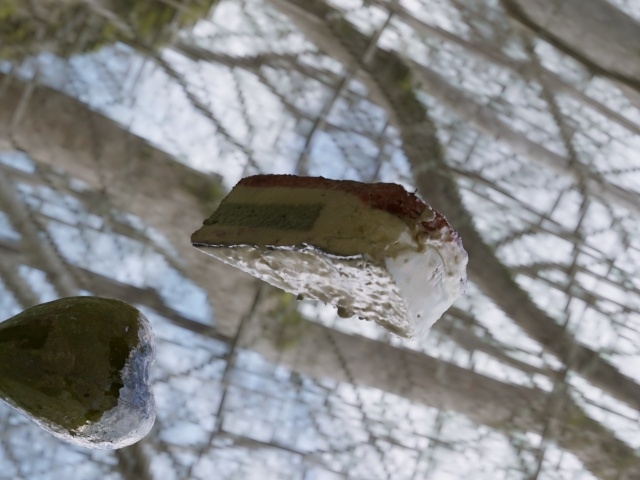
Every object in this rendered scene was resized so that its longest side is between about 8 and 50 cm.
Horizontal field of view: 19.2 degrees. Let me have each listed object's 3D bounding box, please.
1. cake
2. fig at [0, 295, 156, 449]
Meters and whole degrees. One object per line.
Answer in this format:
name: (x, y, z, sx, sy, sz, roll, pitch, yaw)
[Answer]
cake: (0.001, -0.011, 1.446, 0.220, 0.117, 0.086, 27, -121, 22)
fig: (-0.225, 0.117, 1.609, 0.126, 0.184, 0.133, 39, -52, 51)
